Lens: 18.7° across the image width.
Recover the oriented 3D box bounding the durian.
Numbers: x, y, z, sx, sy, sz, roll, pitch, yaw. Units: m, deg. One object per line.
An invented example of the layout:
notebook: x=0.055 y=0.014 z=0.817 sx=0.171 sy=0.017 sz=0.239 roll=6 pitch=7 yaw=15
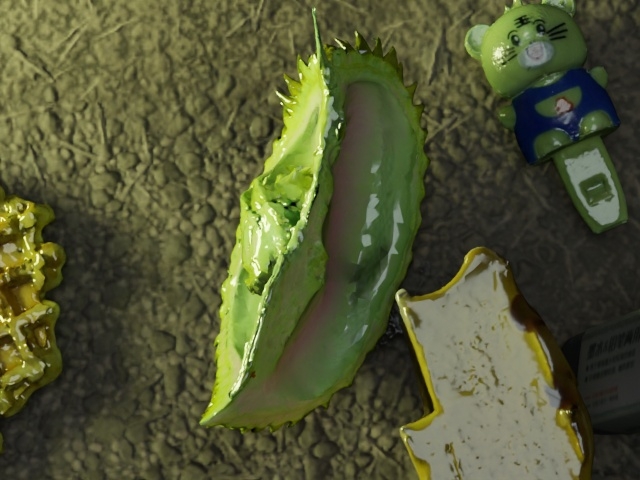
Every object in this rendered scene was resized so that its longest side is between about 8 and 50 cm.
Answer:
durian: x=0.002 y=-0.004 z=1.656 sx=0.157 sy=0.169 sz=0.355 roll=15 pitch=89 yaw=4

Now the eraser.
eraser: x=0.284 y=0.096 z=1.557 sx=0.061 sy=0.352 sz=0.089 roll=12 pitch=74 yaw=-16

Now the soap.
soap: x=0.138 y=0.148 z=1.576 sx=0.143 sy=0.281 sz=0.259 roll=-19 pitch=82 yaw=2

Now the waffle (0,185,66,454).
waffle: x=-0.355 y=0.055 z=1.720 sx=0.291 sy=0.051 sz=0.291 roll=0 pitch=84 yaw=3

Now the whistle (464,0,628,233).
whistle: x=0.208 y=-0.114 z=1.703 sx=0.105 sy=0.085 sz=0.227 roll=-23 pitch=83 yaw=3
